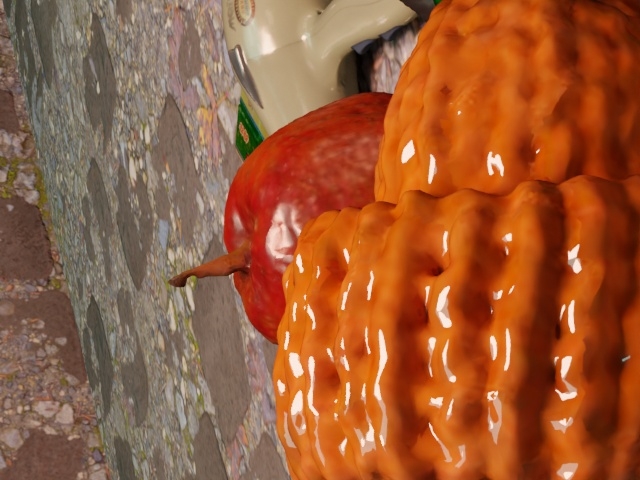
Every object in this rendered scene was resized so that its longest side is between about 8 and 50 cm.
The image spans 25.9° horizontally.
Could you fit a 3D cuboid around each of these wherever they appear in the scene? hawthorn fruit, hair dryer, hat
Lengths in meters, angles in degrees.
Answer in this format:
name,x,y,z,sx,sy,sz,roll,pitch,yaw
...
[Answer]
name,x,y,z,sx,sy,sz,roll,pitch,yaw
hawthorn fruit,0.000,0.000,1.032,0.207,0.243,0.207,170,90,-70
hair dryer,0.028,-0.108,1.161,0.298,0.119,0.296,18,121,54
hat,0.133,-0.041,0.726,0.285,0.285,0.400,169,113,-70

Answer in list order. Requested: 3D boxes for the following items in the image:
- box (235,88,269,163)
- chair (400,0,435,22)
name,x,y,z,sx,sy,sz,roll,pitch,yaw
box,-0.044,-0.155,1.394,0.132,0.034,0.235,-120,30,-46
chair,0.051,-0.251,0.971,0.221,0.145,0.140,36,110,8
